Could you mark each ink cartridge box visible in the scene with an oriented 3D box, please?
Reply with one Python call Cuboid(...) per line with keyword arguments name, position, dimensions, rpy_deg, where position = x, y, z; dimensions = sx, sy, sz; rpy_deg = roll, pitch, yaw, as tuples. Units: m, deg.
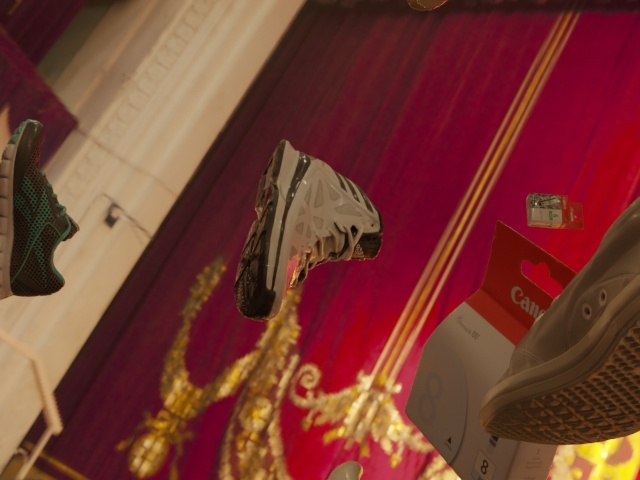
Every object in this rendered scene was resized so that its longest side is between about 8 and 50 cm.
Cuboid(name="ink cartridge box", position=(0.280, 0.195, 1.508), dimensions=(0.091, 0.384, 0.308), rpy_deg=(3, 21, -24))
Cuboid(name="ink cartridge box", position=(0.467, -0.057, 1.858), dimensions=(0.115, 0.062, 0.029), rpy_deg=(4, -23, -4))

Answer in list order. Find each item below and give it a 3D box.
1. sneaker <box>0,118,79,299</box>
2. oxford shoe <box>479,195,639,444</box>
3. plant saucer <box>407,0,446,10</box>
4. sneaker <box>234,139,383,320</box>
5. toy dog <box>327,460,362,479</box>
Cuboid(name="sneaker", position=(-0.257, -0.025, 0.856), dimensions=(0.076, 0.166, 0.065), rpy_deg=(6, 2, -15))
Cuboid(name="oxford shoe", position=(0.282, 0.094, 0.921), dimensions=(0.169, 0.130, 0.449), rpy_deg=(7, -32, -9))
Cuboid(name="plant saucer", position=(0.151, -0.335, 1.233), dimensions=(0.083, 0.083, 0.015), rpy_deg=(9, -14, 43))
Cuboid(name="sneaker", position=(0.000, -0.001, 1.756), dimensions=(0.258, 0.447, 0.169), rpy_deg=(22, -49, -11))
Cuboid(name="toy dog", position=(0.173, 0.462, 1.162), dimensions=(0.395, 0.284, 0.408), rpy_deg=(44, 12, 33))
